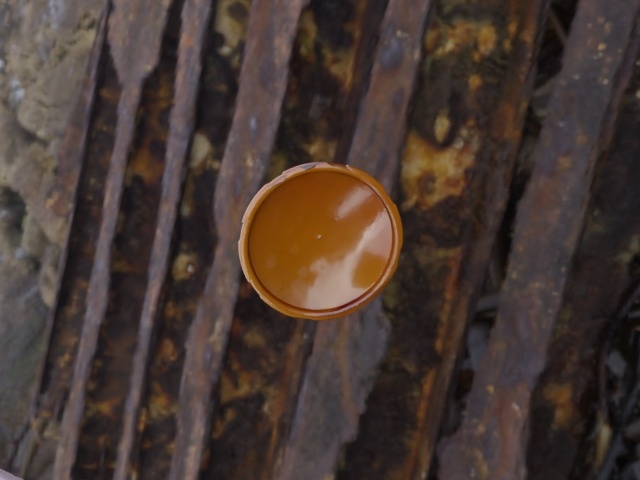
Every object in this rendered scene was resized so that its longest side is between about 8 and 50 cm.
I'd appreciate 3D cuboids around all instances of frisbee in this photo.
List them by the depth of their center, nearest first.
[{"bbox_3d":[0.000,0.000,1.100,0.035,0.192,0.192,-117,45,-70],"label":"frisbee"}]

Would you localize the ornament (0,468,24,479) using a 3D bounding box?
[{"bbox_3d":[-0.148,0.239,0.339,0.240,0.239,0.239,65,-129,-87],"label":"ornament"}]
